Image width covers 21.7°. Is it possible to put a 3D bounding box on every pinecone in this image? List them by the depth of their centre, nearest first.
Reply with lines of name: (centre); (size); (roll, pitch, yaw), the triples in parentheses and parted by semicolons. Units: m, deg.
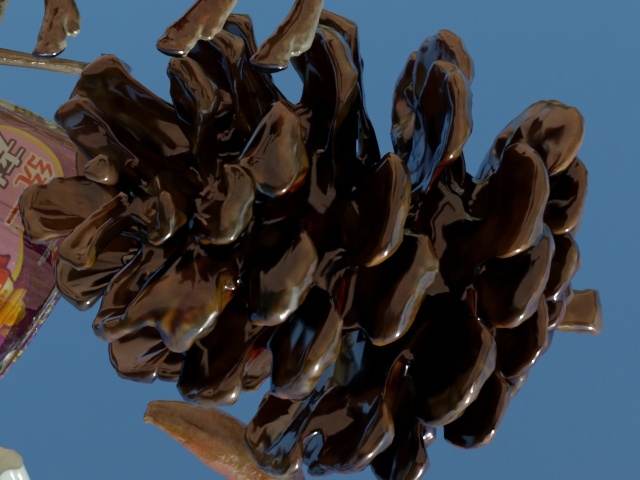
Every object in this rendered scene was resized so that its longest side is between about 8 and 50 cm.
pinecone: (0.000, 0.000, 0.836); (0.309, 0.244, 0.244); (22, -137, -25)

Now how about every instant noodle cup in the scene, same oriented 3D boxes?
instant noodle cup: (-0.410, -0.037, 1.888); (0.266, 0.340, 0.340); (33, -128, -14)

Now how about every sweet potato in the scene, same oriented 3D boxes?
sweet potato: (-0.065, 0.228, 1.643); (0.078, 0.255, 0.058); (-47, -157, -8)

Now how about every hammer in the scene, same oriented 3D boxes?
hammer: (-0.315, -0.166, 1.494); (0.297, 0.125, 0.027); (7, -92, -20)

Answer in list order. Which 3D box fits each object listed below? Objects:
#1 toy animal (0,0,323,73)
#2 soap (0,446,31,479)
toy animal: (-0.109, -0.196, 0.671); (0.243, 0.087, 0.260); (-1, -93, -17)
soap: (-0.329, 0.282, 1.648); (0.119, 0.198, 0.066); (9, -134, 23)
